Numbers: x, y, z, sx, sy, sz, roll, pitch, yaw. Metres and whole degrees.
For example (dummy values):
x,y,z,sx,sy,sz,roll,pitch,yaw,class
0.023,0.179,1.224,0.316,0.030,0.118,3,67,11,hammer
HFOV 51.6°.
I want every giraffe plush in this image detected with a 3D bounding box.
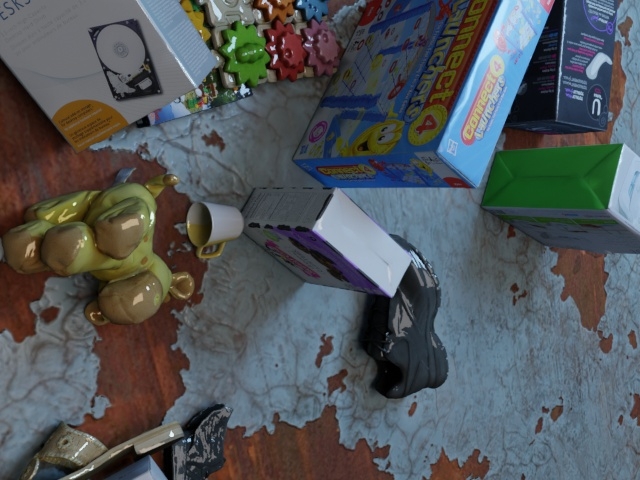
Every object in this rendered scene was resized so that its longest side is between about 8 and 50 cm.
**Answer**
x,y,z,sx,sy,sz,roll,pitch,yaw,class
-0.242,0.027,0.789,0.210,0.182,0.170,-60,143,-59,giraffe plush

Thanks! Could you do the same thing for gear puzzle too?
x,y,z,sx,sy,sz,roll,pitch,yaw,class
-0.084,-0.295,0.882,0.339,0.044,0.175,-23,106,-47,gear puzzle

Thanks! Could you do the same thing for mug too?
x,y,z,sx,sy,sz,roll,pitch,yaw,class
-0.144,-0.019,0.907,0.064,0.078,0.062,-5,64,-45,mug

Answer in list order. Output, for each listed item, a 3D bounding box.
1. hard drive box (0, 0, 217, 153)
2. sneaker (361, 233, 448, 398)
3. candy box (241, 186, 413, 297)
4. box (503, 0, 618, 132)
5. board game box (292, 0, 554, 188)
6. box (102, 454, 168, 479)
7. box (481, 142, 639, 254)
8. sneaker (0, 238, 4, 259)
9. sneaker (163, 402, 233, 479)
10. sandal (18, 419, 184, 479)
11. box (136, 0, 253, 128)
x,y,z,sx,sy,sz,roll,pitch,yaw,class
-0.256,-0.239,0.716,0.232,0.181,0.089,56,25,-24,hard drive box
0.126,0.131,1.083,0.130,0.109,0.286,-19,103,-27,sneaker
0.000,0.000,0.918,0.165,0.196,0.070,40,70,-31,candy box
0.445,-0.344,1.251,0.165,0.143,0.270,2,93,-34,box
0.135,-0.224,0.936,0.086,0.302,0.308,34,74,-33,board game box
-0.233,0.381,0.840,0.145,0.038,0.186,-29,111,-4,box
0.480,-0.069,1.227,0.231,0.262,0.126,24,79,-34,box
-0.443,0.053,0.679,0.121,0.079,0.216,44,60,-27,sneaker
-0.167,0.314,0.910,0.089,0.051,0.170,1,90,-32,sneaker
-0.293,0.255,0.812,0.240,0.088,0.079,-17,71,-32,sandal
-0.193,-0.278,0.850,0.159,0.044,0.233,-26,108,-32,box
